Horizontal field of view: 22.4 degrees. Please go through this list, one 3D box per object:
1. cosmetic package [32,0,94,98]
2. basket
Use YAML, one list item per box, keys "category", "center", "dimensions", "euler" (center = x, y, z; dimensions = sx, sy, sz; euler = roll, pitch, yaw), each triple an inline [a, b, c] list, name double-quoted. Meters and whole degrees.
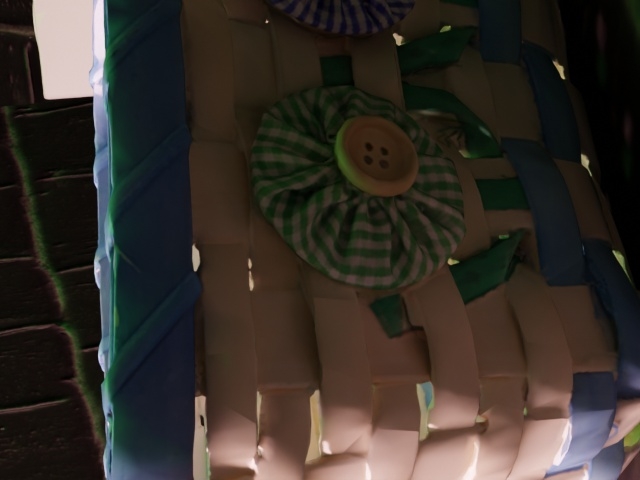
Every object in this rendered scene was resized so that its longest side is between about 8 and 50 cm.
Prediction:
- category: "cosmetic package"
  center: [-0.167, -0.224, 1.582]
  dimensions: [0.151, 0.183, 0.151]
  euler: [-34, -59, -70]
- category: "basket"
  center: [-0.065, -0.004, 0.477]
  dimensions: [0.201, 0.289, 0.255]
  euler: [94, 167, -59]
